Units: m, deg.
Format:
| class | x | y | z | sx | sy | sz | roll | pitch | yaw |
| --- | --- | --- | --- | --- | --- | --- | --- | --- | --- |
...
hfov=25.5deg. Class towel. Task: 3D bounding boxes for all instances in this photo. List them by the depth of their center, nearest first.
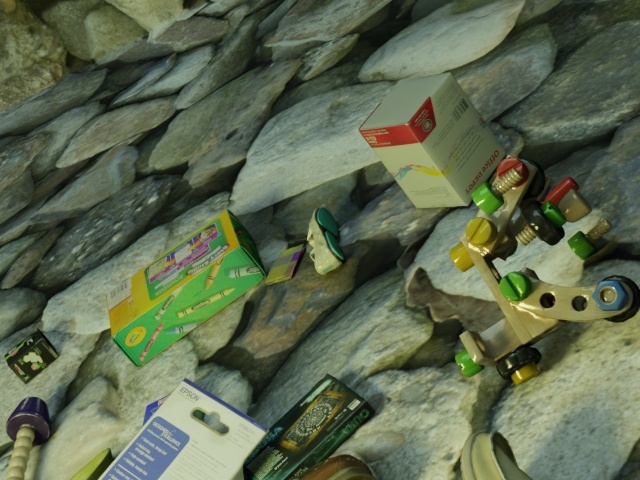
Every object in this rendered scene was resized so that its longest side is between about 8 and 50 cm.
| class | x | y | z | sx | sy | sz | roll | pitch | yaw |
| --- | --- | --- | --- | --- | --- | --- | --- | --- | --- |
| towel | -0.060 | 0.042 | 2.389 | 0.060 | 0.009 | 0.083 | -19 | 31 | 34 |

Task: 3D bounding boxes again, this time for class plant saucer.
| class | x | y | z | sx | sy | sz | roll | pitch | yaw |
| --- | --- | --- | --- | --- | --- | --- | --- | --- | --- |
| plant saucer | -0.388 | 0.407 | 2.102 | 0.241 | 0.037 | 0.241 | -44 | 4 | 4 |

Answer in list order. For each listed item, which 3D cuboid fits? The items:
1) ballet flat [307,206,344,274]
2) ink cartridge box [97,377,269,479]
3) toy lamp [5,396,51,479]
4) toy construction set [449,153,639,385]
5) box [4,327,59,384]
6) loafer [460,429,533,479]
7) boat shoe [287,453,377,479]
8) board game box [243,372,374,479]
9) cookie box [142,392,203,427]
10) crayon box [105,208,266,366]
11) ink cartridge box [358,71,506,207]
| class | x | y | z | sx | sy | sz | roll | pitch | yaw |
| --- | --- | --- | --- | --- | --- | --- | --- | --- | --- |
| ballet flat | 0.000 | 0.000 | 2.335 | 0.052 | 0.057 | 0.168 | -41 | 24 | 15 |
| ink cartridge box | -0.236 | 0.374 | 1.925 | 0.175 | 0.069 | 0.371 | 26 | 69 | 35 |
| toy lamp | -0.496 | 0.362 | 2.341 | 0.080 | 0.080 | 0.275 | -29 | 30 | 17 |
| toy construction set | 0.249 | 0.043 | 1.813 | 0.237 | 0.257 | 0.309 | -43 | 3 | 18 |
| box | -0.543 | 0.217 | 2.656 | 0.083 | 0.052 | 0.062 | -39 | 26 | -6 |
| loafer | 0.226 | 0.301 | 1.527 | 0.092 | 0.102 | 0.269 | -30 | 36 | 11 |
| boat shoe | -0.061 | 0.379 | 1.755 | 0.307 | 0.111 | 0.104 | -31 | 21 | -9 |
| board game box | -0.024 | 0.272 | 1.955 | 0.186 | 0.026 | 0.126 | -42 | 26 | -9 |
| cookie box | -0.228 | 0.281 | 2.175 | 0.091 | 0.040 | 0.107 | -28 | 28 | 19 |
| crayon box | -0.239 | 0.080 | 2.467 | 0.278 | 0.081 | 0.165 | -35 | 27 | 5 |
| ink cartridge box | 0.178 | -0.154 | 2.226 | 0.127 | 0.176 | 0.128 | -2 | 42 | 53 |
